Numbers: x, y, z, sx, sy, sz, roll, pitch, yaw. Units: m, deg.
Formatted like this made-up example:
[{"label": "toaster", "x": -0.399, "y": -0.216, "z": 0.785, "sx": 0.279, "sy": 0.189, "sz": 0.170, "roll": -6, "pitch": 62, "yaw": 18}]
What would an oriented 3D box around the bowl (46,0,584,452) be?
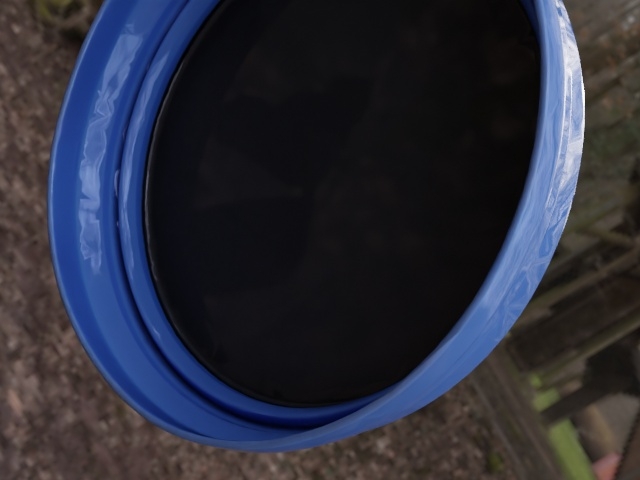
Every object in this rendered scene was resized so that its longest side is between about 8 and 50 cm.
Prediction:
[{"label": "bowl", "x": -0.013, "y": -0.060, "z": 0.852, "sx": 0.077, "sy": 0.391, "sz": 0.391, "roll": 19, "pitch": 35, "yaw": -51}]
